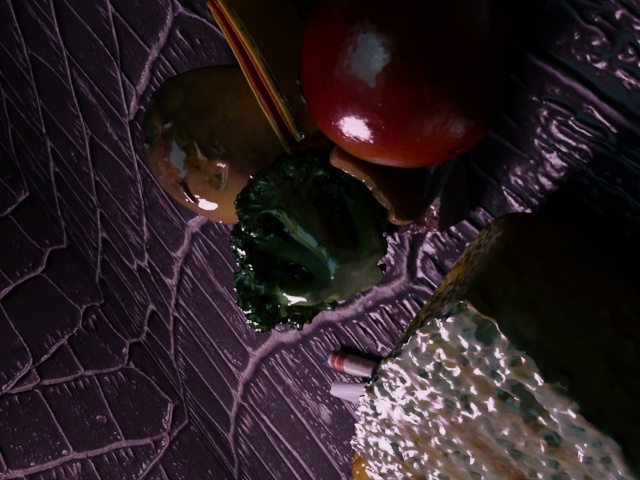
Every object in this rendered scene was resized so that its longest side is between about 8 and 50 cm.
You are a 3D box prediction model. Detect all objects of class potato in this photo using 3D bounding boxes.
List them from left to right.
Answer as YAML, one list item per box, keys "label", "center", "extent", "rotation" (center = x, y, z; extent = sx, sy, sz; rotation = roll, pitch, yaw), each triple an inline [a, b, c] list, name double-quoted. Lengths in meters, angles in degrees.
- label: "potato"
  center: [-0.153, -0.136, 0.938]
  extent: [0.289, 0.237, 0.301]
  rotation: [51, 146, 12]

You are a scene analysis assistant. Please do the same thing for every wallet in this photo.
- label: "wallet"
  center: [-0.038, -0.249, 0.777]
  extent: [0.067, 0.141, 0.241]
  rotation: [-34, 84, 54]
- label: "wallet"
  center: [0.097, 0.295, 1.094]
  extent: [0.095, 0.033, 0.190]
  rotation: [23, 158, -22]

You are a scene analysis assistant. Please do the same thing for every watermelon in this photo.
- label: "watermelon"
  center: [0.147, -0.042, 0.756]
  extent: [0.081, 0.094, 0.180]
  rotation: [50, 164, 8]

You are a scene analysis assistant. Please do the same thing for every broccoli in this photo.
- label: "broccoli"
  center: [0.000, 0.000, 0.810]
  extent: [0.295, 0.265, 0.245]
  rotation: [-52, 33, 16]

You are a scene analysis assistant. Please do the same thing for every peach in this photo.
- label: "peach"
  center: [0.091, -0.192, 0.603]
  extent: [0.243, 0.199, 0.244]
  rotation: [24, 133, 28]

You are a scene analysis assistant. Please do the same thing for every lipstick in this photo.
- label: "lipstick"
  center: [0.069, 0.246, 1.124]
  extent: [0.130, 0.038, 0.039]
  rotation: [4, 119, 52]

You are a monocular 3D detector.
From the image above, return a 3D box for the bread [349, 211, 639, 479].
- label: "bread"
  center: [0.213, 0.153, 0.674]
  extent: [0.239, 0.264, 0.395]
  rotation: [38, 144, 10]

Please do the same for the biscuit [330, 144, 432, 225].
- label: "biscuit"
  center: [0.074, -0.127, 0.728]
  extent: [0.035, 0.162, 0.250]
  rotation: [-39, 52, 45]

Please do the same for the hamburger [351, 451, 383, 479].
- label: "hamburger"
  center: [0.156, 0.458, 1.092]
  extent: [0.211, 0.132, 0.309]
  rotation: [31, 139, 33]
